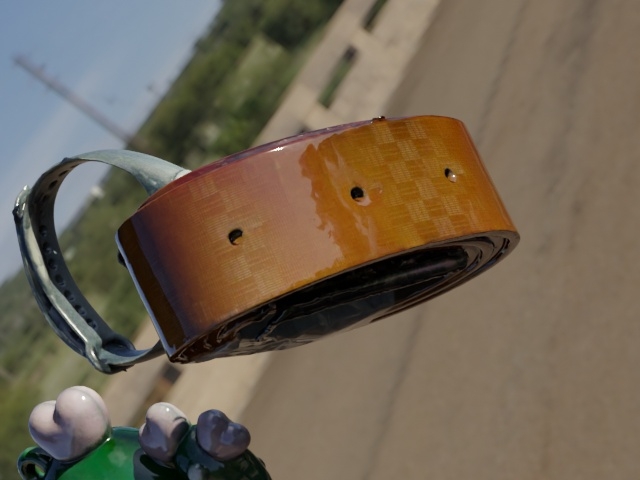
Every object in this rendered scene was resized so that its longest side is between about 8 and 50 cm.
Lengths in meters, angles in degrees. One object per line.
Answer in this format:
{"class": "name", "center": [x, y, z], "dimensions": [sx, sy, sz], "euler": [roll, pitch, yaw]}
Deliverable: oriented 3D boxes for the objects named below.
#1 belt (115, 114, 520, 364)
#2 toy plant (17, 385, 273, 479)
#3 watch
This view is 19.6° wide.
{"class": "belt", "center": [0.000, 0.000, 1.152], "dimensions": [0.261, 0.105, 0.184], "euler": [-16, -14, -34]}
{"class": "toy plant", "center": [-0.121, 0.210, 1.372], "dimensions": [0.112, 0.243, 0.233], "euler": [-51, -43, -48]}
{"class": "watch", "center": [-0.187, 0.019, 1.700], "dimensions": [0.193, 0.206, 0.068], "euler": [-5, 6, 29]}
